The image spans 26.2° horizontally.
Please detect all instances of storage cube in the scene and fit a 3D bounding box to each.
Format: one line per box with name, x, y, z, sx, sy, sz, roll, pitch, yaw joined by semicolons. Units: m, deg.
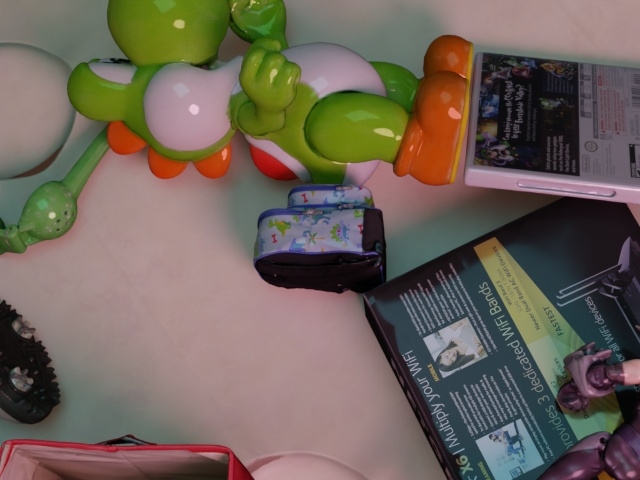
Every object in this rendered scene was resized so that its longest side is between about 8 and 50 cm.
storage cube;-0.152;0.270;1.092;0.184;0.193;0.215;1;73;4

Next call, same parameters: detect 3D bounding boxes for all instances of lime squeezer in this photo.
lime squeezer;-0.296;-0.036;1.272;0.310;0.059;0.110;-24;73;-3

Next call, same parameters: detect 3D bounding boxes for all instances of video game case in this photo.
video game case;0.219;-0.103;1.225;0.173;0.022;0.190;7;41;4

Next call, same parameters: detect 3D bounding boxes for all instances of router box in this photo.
router box;0.210;0.134;1.169;0.243;0.081;0.309;-25;72;-5

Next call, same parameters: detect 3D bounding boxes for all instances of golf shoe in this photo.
golf shoe;-0.353;0.085;1.229;0.273;0.105;0.120;39;107;9

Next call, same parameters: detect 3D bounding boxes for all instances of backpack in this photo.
backpack;0.000;0.000;1.216;0.114;0.105;0.084;-2;67;6

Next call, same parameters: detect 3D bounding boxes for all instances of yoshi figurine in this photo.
yoshi figurine;-0.046;-0.164;1.225;0.362;0.203;0.203;6;68;6

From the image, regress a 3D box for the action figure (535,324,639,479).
action figure;0.228;0.176;1.066;0.285;0.099;0.185;-34;67;-11
